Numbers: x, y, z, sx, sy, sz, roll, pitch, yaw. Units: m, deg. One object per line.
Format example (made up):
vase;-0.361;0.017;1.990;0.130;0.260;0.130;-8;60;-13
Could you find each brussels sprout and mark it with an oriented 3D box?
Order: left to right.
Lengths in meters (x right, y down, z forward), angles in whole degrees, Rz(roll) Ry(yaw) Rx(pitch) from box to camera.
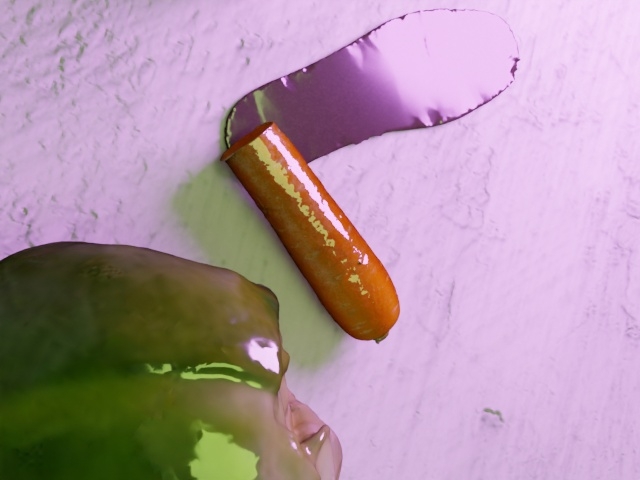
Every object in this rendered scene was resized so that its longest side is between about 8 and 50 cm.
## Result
brussels sprout;-0.130;0.163;0.716;0.315;0.371;0.276;-7;52;9

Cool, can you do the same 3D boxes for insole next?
insole;0.056;-0.143;0.949;0.328;0.007;0.111;-24;100;-23

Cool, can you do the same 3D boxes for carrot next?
carrot;0.000;0.000;0.891;0.067;0.067;0.225;-43;109;-18
